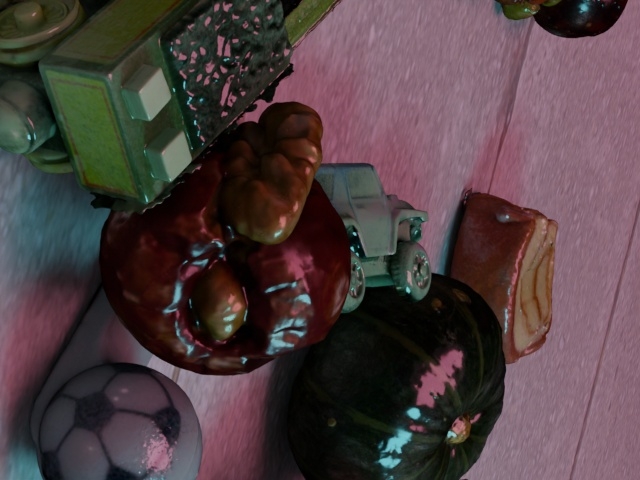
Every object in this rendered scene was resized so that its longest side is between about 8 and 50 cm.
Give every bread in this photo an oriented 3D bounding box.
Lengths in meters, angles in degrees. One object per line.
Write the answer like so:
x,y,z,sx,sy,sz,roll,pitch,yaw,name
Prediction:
0.248,0.051,2.157,0.190,0.123,0.244,-38,132,-46,bread

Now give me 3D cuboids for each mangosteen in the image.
0.329,-0.354,2.103,0.180,0.166,0.166,-3,106,-35,mangosteen

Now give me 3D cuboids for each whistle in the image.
-0.167,0.155,1.433,0.290,0.163,0.163,-63,149,-21,whistle

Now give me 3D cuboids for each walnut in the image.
-0.074,-0.018,1.379,0.269,0.221,0.244,-95,-157,-65,walnut

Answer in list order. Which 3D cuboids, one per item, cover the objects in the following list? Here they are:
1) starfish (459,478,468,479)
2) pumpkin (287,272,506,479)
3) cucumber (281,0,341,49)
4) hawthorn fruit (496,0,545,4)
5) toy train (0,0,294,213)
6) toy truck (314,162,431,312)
0.143,0.306,2.140,0.277,0.062,0.236,-55,147,-21,starfish
0.090,0.174,1.843,0.300,0.207,0.300,-33,141,-32,pumpkin
-0.006,-0.257,1.601,0.220,0.046,0.070,-48,152,-8,cucumber
0.256,-0.366,1.983,0.133,0.132,0.138,12,78,-61,hawthorn fruit
-0.152,-0.154,1.292,0.272,0.188,0.159,-48,139,-37,toy train
0.000,0.000,1.667,0.279,0.155,0.156,-6,90,-59,toy truck
